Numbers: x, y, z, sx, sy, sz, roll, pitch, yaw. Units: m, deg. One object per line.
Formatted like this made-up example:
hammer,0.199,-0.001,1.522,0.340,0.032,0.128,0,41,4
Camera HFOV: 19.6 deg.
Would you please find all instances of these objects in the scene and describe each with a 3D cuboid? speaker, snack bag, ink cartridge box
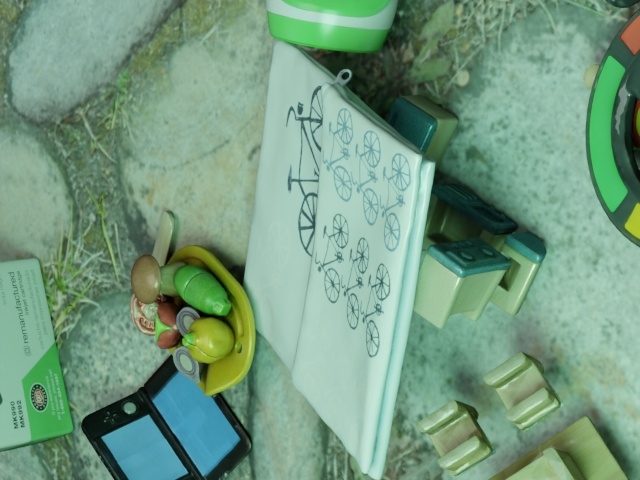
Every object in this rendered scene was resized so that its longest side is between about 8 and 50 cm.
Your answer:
speaker,0.026,-0.331,1.738,0.131,0.131,0.297,17,104,35
snack bag,0.000,0.000,1.722,0.342,0.037,0.323,-132,43,-54
ink cartridge box,-0.430,0.141,2.029,0.121,0.289,0.211,-16,85,38

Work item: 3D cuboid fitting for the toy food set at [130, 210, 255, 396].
toy food set,-0.152,0.072,1.914,0.218,0.071,0.128,44,123,43

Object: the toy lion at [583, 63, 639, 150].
toy lion,0.286,-0.114,1.619,0.096,0.034,0.100,-14,85,31

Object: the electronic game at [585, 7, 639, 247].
electronic game,0.304,-0.098,1.525,0.229,0.048,0.229,-8,79,53

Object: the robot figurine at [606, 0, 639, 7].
robot figurine,0.255,-0.315,1.537,0.278,0.173,0.209,-27,95,36

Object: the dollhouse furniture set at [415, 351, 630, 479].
dollhouse furniture set,0.166,0.259,1.680,0.242,0.161,0.212,-35,69,11

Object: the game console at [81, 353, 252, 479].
game console,-0.165,0.206,1.963,0.144,0.124,0.085,53,149,22

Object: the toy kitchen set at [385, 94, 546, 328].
toy kitchen set,0.097,-0.031,1.684,0.207,0.166,0.122,35,114,30
